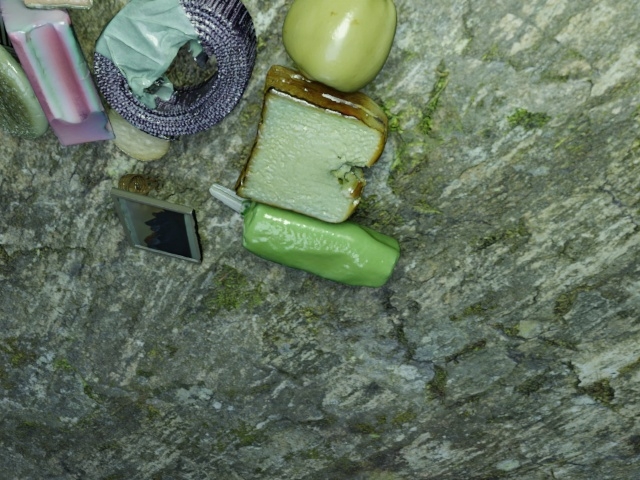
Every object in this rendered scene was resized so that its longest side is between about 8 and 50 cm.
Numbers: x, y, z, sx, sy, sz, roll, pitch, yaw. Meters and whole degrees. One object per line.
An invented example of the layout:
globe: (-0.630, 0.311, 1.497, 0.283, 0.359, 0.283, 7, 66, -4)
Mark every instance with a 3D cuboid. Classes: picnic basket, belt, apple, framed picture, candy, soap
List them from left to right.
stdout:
soap: (-0.482, -0.306, 1.263, 0.109, 0.193, 0.324, -20, 142, -11)
picnic basket: (-0.405, -0.117, 1.510, 0.083, 0.072, 0.072, 1, 133, 30)
framed picture: (-0.374, -0.027, 1.569, 0.192, 0.018, 0.265, 14, 152, 2)
belt: (-0.266, -0.330, 1.241, 0.324, 0.122, 0.260, -27, 124, 33)
candy: (0.000, 0.000, 1.448, 0.343, 0.132, 0.142, 18, 118, -11)
apple: (0.032, -0.339, 1.102, 0.199, 0.200, 0.200, 8, 134, 9)

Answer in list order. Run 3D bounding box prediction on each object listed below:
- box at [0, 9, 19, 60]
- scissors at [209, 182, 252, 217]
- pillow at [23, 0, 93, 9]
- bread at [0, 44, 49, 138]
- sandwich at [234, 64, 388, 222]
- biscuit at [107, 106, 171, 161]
box: (-0.615, -0.416, 1.321, 0.177, 0.036, 0.115, 17, 135, 1)
scissors: (-0.156, -0.071, 1.512, 0.204, 0.027, 0.101, 30, 128, -13)
pillow: (-0.426, -0.494, 1.094, 0.126, 0.043, 0.233, 2, 92, 0)
bread: (-0.664, -0.315, 1.369, 0.266, 0.040, 0.267, 25, 146, 19)
sandwich: (-0.013, -0.170, 1.276, 0.248, 0.095, 0.273, 19, 132, -4)
biscuit: (-0.389, -0.232, 1.436, 0.151, 0.020, 0.152, 9, 134, 9)
